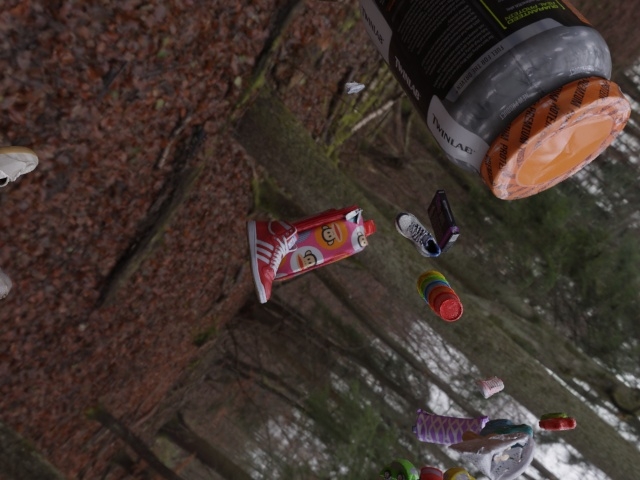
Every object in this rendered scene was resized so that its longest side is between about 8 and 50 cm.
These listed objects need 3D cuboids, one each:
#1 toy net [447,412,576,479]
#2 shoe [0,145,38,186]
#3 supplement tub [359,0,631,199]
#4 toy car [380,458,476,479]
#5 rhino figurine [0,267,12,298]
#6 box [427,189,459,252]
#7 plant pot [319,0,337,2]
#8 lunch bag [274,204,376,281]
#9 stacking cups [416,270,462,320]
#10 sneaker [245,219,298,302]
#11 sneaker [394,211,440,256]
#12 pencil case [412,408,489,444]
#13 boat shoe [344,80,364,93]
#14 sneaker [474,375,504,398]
[{"bbox_3d":[0.212,0.224,0.531,0.122,0.045,0.232,-15,162,24],"label":"toy net"},{"bbox_3d":[-0.513,-0.096,0.739,0.076,0.058,0.219,-22,-173,22],"label":"shoe"},{"bbox_3d":[0.188,-0.216,0.576,0.193,0.316,0.194,-18,153,-10],"label":"supplement tub"},{"bbox_3d":[0.244,0.569,1.206,0.224,0.239,0.053,-10,-116,42],"label":"toy car"},{"bbox_3d":[-0.870,0.052,1.237,0.106,0.243,0.073,-14,-155,34],"label":"rhino figurine"},{"bbox_3d":[0.377,-0.060,1.529,0.116,0.029,0.162,100,-20,-61],"label":"box"},{"bbox_3d":[-0.067,-0.551,0.846,0.263,0.262,0.230,-58,160,-68],"label":"plant pot"},{"bbox_3d":[0.000,0.000,1.098,0.258,0.120,0.293,-18,-179,-4],"label":"lunch bag"},{"bbox_3d":[0.350,0.168,1.437,0.096,0.096,0.316,-51,-176,9],"label":"stacking cups"},{"bbox_3d":[-0.056,0.021,0.618,0.042,0.066,0.119,95,-14,-55],"label":"sneaker"},{"bbox_3d":[0.222,-0.013,1.102,0.052,0.135,0.058,-50,-159,-4],"label":"sneaker"},{"bbox_3d":[0.367,0.524,1.380,0.086,0.206,0.088,16,72,-58],"label":"pencil case"},{"bbox_3d":[0.105,-0.487,1.559,0.035,0.035,0.100,-31,180,40],"label":"boat shoe"},{"bbox_3d":[0.491,0.418,1.434,0.070,0.051,0.134,-36,149,4],"label":"sneaker"}]
